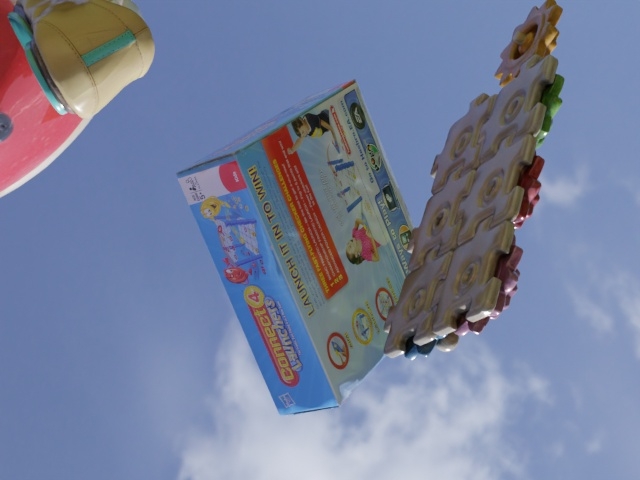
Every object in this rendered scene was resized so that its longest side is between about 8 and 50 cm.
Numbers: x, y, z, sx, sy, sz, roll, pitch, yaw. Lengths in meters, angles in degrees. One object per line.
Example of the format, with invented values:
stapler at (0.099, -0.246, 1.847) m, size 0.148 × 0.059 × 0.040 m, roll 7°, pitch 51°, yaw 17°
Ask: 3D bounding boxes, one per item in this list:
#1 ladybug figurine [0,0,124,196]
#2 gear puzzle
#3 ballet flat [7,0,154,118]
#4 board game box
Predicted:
ladybug figurine at (-0.396, -0.171, 1.227) m, size 0.305 × 0.449 × 0.162 m, roll 50°, pitch -170°, yaw -13°
gear puzzle at (0.146, -0.058, 1.020) m, size 0.044 × 0.175 × 0.339 m, roll 27°, pitch -118°, yaw -16°
ballet flat at (-0.143, -0.120, 0.758) m, size 0.073 × 0.080 × 0.232 m, roll -31°, pitch -157°, yaw -7°
board game box at (0.000, 0.000, 1.453) m, size 0.302 × 0.086 × 0.308 m, roll -38°, pitch -71°, yaw -54°
